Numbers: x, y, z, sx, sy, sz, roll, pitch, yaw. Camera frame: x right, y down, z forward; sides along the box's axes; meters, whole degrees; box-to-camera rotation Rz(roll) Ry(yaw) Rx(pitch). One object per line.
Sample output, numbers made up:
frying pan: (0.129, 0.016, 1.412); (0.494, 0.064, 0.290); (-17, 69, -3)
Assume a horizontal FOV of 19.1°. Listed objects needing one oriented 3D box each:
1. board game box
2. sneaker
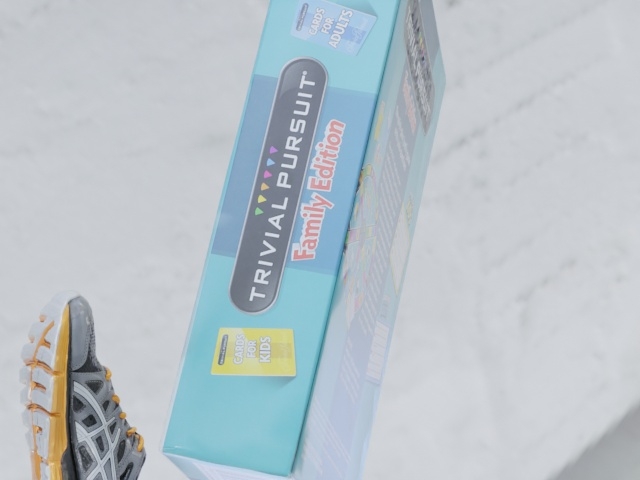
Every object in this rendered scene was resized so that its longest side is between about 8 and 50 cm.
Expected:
board game box: (0.000, 0.000, 1.170); (0.254, 0.079, 0.336); (68, -147, -71)
sneaker: (-0.169, 0.141, 1.386); (0.083, 0.084, 0.214); (-5, -83, -21)
